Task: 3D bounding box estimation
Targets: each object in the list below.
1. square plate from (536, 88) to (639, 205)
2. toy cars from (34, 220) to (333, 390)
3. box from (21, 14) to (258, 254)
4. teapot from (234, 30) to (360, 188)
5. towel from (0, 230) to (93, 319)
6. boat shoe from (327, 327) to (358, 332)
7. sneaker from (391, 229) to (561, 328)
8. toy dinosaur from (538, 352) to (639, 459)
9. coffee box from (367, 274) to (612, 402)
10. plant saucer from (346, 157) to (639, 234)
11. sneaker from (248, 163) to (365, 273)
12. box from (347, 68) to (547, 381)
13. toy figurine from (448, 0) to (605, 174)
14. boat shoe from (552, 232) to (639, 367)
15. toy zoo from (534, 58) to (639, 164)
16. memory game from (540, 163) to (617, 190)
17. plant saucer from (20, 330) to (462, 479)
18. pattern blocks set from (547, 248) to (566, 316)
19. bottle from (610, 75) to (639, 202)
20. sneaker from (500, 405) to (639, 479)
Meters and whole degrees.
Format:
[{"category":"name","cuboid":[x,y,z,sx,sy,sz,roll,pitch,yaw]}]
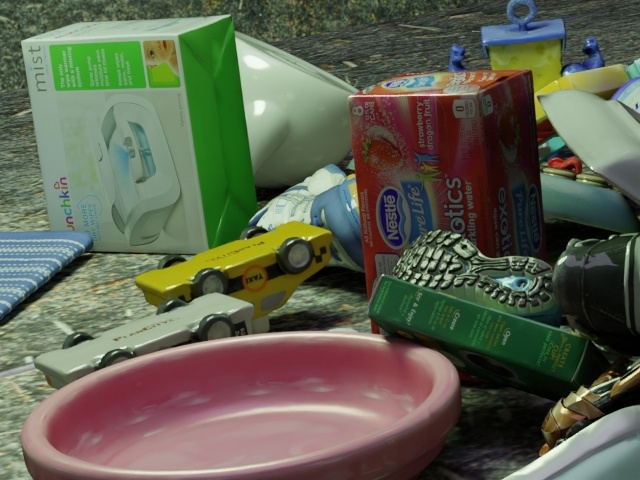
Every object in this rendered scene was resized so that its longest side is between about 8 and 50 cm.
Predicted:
[{"category":"square plate","cuboid":[0.341,-0.009,1.581,0.344,0.049,0.347,34,10,-8]},{"category":"toy cars","cuboid":[-0.112,0.080,1.825,0.176,0.087,0.394,-7,16,23]},{"category":"box","cuboid":[-0.211,-0.125,2.322,0.231,0.262,0.127,2,17,29]},{"category":"teapot","cuboid":[-0.072,-0.148,2.539,0.256,0.187,0.252,16,13,-47]},{"category":"towel","cuboid":[-0.418,0.053,2.199,0.243,0.040,0.336,-1,17,15]},{"category":"boat shoe","cuboid":[-0.002,0.107,1.767,0.100,0.035,0.035,-11,41,-29]},{"category":"sneaker","cuboid":[0.128,0.045,1.615,0.162,0.073,0.063,20,61,38]},{"category":"toy dinosaur","cuboid":[0.221,0.131,1.335,0.218,0.164,0.322,-21,34,9]},{"category":"coffee box","cuboid":[0.139,0.084,1.565,0.184,0.040,0.113,17,-13,29]},{"category":"plant saucer","cuboid":[0.186,-0.059,2.059,0.318,0.043,0.317,12,2,0]},{"category":"sneaker","cuboid":[0.000,0.000,2.072,0.131,0.112,0.296,-28,8,-6]},{"category":"box","cuboid":[0.116,-0.015,1.716,0.128,0.256,0.123,0,15,28]},{"category":"toy figurine","cuboid":[0.289,-0.200,2.463,0.363,0.217,0.191,-6,14,8]},{"category":"boat shoe","cuboid":[0.248,0.048,1.581,0.105,0.113,0.306,0,-1,17]},{"category":"toy zoo","cuboid":[0.257,-0.131,2.237,0.293,0.030,0.192,-33,-15,35]},{"category":"memory game","cuboid":[0.308,-0.068,2.213,0.186,0.012,0.186,12,4,-1]},{"category":"plant saucer","cuboid":[-0.056,0.154,1.485,0.332,0.084,0.332,-7,13,2]},{"category":"pattern blocks set","cuboid":[0.241,0.044,1.895,0.285,0.026,0.325,-14,15,-24]},{"category":"bottle","cuboid":[0.351,-0.091,2.017,0.092,0.118,0.283,28,13,-9]},{"category":"sneaker","cuboid":[0.126,0.217,1.118,0.256,0.094,0.151,-34,55,-4]}]
